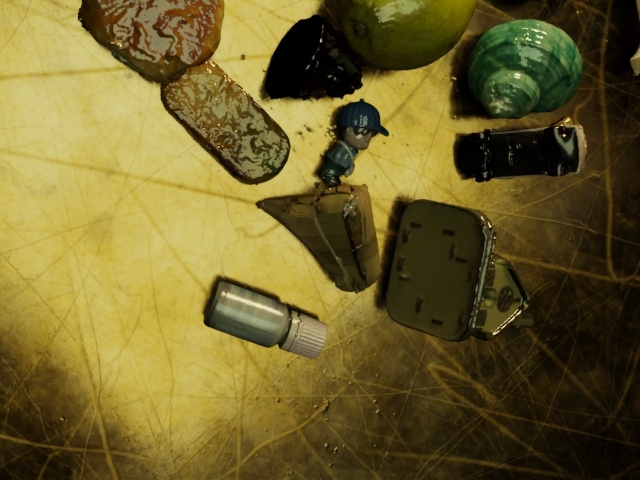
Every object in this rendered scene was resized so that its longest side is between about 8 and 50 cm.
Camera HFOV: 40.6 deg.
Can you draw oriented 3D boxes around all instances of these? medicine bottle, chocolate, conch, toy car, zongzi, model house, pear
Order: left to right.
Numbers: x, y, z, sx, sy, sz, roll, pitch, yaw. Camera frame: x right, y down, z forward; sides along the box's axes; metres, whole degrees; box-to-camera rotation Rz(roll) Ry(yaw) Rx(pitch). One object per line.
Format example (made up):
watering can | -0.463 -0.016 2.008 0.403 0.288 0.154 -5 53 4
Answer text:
medicine bottle | -0.091 0.139 1.457 0.203 0.083 0.083 22 92 -11
zongzi | 0.000 0.000 1.467 0.197 0.099 0.194 -5 114 21
chocolate | 0.008 -0.276 1.411 0.133 0.156 0.156 27 91 -29
pear | 0.136 -0.377 1.373 0.269 0.212 0.212 -42 104 -41
model house | 0.282 0.056 1.493 0.279 0.205 0.218 6 97 -40
conch | 0.344 -0.279 1.463 0.202 0.134 0.196 -45 100 -4
toy car | 0.352 -0.154 1.497 0.210 0.108 0.089 -3 102 25

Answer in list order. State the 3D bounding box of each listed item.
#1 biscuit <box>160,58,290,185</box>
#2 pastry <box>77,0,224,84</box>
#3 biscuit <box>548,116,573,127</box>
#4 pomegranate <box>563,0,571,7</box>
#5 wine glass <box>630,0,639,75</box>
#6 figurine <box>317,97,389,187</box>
biscuit | -0.157 -0.198 1.437 0.247 0.029 0.118 45 83 -10
pastry | -0.266 -0.357 1.360 0.229 0.100 0.218 -1 93 -9
biscuit | 0.428 -0.169 1.550 0.083 0.018 0.081 -26 99 -7
pomegranate | 0.376 -0.467 1.458 0.169 0.148 0.148 32 90 -38
wine glass | 0.583 -0.404 1.490 0.165 0.165 0.196 -26 92 -6
figurine | 0.050 -0.163 1.461 0.087 0.086 0.149 38 101 12
